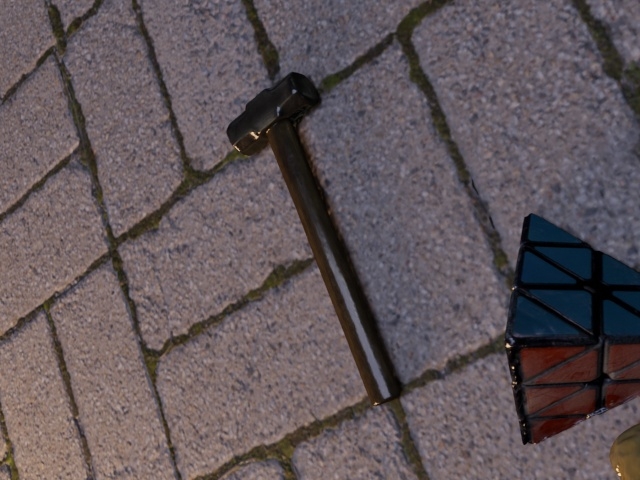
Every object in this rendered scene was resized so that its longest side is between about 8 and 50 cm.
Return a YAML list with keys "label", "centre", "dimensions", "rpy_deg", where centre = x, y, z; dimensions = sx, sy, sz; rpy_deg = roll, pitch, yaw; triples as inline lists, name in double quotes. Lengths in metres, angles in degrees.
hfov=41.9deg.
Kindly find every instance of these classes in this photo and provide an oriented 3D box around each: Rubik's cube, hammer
- label: "Rubik's cube"
  centre: [0.193, 0.065, 0.727]
  dimensions: [0.190, 0.212, 0.178]
  rpy_deg: [116, 152, -44]
- label: "hammer"
  centre: [0.000, 0.000, 0.888]
  dimensions: [0.111, 0.043, 0.365]
  rpy_deg: [-32, 69, 31]

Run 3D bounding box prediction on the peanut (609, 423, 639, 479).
- label: "peanut"
  centre: [0.297, 0.228, 0.613]
  dimensions: [0.098, 0.090, 0.214]
  rpy_deg: [-46, 62, 17]
